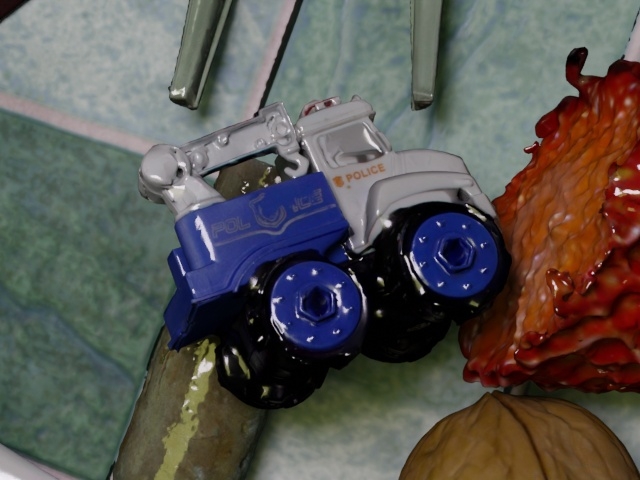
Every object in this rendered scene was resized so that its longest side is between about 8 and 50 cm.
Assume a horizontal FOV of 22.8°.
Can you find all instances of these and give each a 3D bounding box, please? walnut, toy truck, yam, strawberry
[{"bbox_3d":[0.126,0.195,0.988,0.167,0.167,0.207,-11,77,12],"label":"walnut"},{"bbox_3d":[0.000,0.000,0.997,0.213,0.161,0.177,-19,78,-19],"label":"toy truck"},{"bbox_3d":[-0.066,0.072,1.090,0.093,0.093,0.259,19,86,16],"label":"yam"},{"bbox_3d":[0.201,0.012,1.009,0.178,0.234,0.234,26,88,-13],"label":"strawberry"}]

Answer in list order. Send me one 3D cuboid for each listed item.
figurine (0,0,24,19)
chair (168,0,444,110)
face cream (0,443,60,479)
[{"bbox_3d":[-0.266,-0.224,1.198,0.154,0.082,0.098,-35,61,7],"label":"figurine"},{"bbox_3d":[-0.013,-0.251,1.077,0.203,0.190,0.274,0,63,16],"label":"chair"},{"bbox_3d":[-0.267,0.167,1.146,0.244,0.058,0.092,34,86,10],"label":"face cream"}]
